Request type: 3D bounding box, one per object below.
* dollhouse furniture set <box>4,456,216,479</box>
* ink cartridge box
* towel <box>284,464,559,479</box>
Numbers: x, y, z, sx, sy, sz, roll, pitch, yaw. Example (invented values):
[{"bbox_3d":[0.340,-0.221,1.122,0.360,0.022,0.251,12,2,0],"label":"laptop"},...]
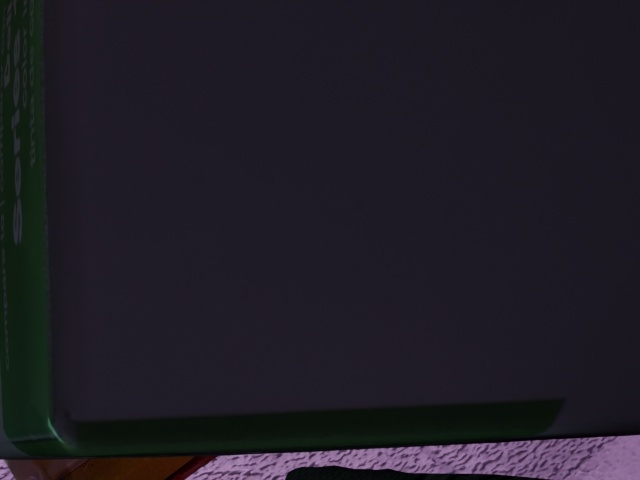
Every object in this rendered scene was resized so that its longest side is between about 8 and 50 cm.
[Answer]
[{"bbox_3d":[0.049,0.070,0.859,0.201,0.374,0.152,55,-179,29],"label":"dollhouse furniture set"},{"bbox_3d":[0.000,0.000,0.500,0.278,0.201,0.117,159,109,-71],"label":"ink cartridge box"},{"bbox_3d":[0.178,0.159,0.400,0.312,0.056,0.324,-2,141,44],"label":"towel"}]
